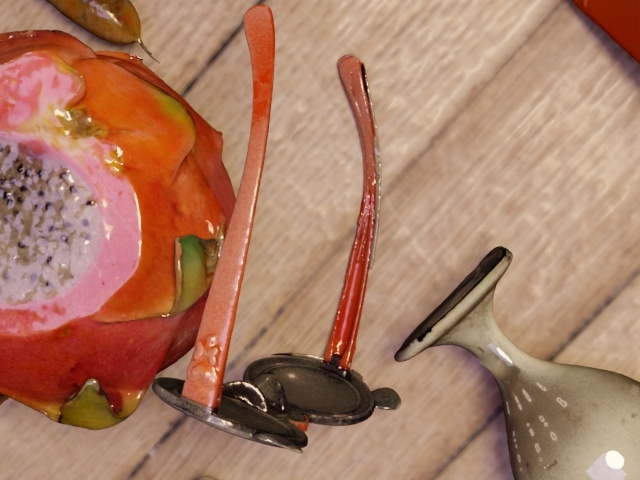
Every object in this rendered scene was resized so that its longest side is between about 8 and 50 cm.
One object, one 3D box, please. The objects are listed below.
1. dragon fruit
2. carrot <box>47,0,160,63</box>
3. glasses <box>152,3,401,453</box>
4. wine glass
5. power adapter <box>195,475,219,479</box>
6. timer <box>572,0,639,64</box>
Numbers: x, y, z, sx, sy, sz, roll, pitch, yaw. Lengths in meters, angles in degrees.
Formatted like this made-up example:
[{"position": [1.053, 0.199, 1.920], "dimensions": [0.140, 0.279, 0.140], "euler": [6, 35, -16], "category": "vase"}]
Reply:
[{"position": [-0.195, -0.007, 0.693], "dimensions": [0.290, 0.189, 0.291], "euler": [1, 96, 9], "category": "dragon fruit"}, {"position": [-0.233, -0.228, 0.740], "dimensions": [0.298, 0.078, 0.078], "euler": [40, 100, 0], "category": "carrot"}, {"position": [0.000, 0.000, 0.645], "dimensions": [0.118, 0.234, 0.268], "euler": [16, 95, 23], "category": "glasses"}, {"position": [0.171, 0.127, 0.684], "dimensions": [0.126, 0.126, 0.241], "euler": [-45, 85, 11], "category": "wine glass"}, {"position": [-0.116, 0.338, 0.753], "dimensions": [0.187, 0.124, 0.255], "euler": [44, 101, 4], "category": "power adapter"}, {"position": [0.317, -0.197, 0.588], "dimensions": [0.250, 0.161, 0.257], "euler": [-35, 62, -3], "category": "timer"}]
